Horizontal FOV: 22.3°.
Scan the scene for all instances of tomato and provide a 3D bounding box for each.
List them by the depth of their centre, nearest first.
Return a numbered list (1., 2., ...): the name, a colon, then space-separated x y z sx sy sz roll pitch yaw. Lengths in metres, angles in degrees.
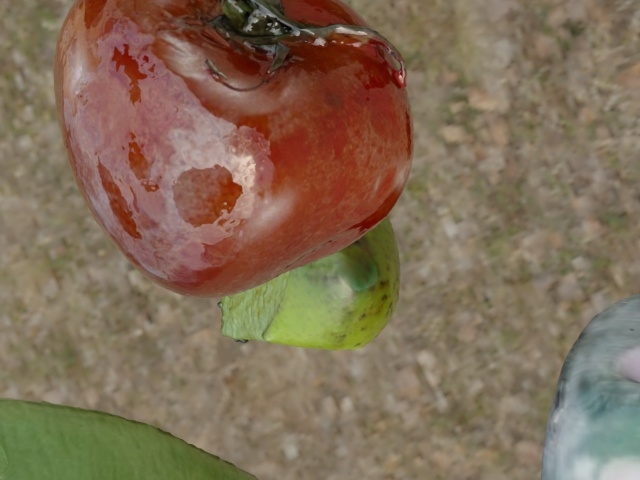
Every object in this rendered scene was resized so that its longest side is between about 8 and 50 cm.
1. tomato: -0.046 -0.058 0.817 0.187 0.187 0.151 45 140 27

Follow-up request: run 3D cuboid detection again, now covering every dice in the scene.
1. dice: 0.453 0.248 1.798 0.348 0.330 0.328 1 116 25

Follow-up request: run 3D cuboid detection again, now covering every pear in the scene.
1. pear: 0.000 0.000 1.788 0.255 0.164 0.238 176 98 -68

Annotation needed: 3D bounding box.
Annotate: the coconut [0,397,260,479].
1. coconut: -0.103 0.190 0.482 0.328 0.281 0.328 27 129 39
